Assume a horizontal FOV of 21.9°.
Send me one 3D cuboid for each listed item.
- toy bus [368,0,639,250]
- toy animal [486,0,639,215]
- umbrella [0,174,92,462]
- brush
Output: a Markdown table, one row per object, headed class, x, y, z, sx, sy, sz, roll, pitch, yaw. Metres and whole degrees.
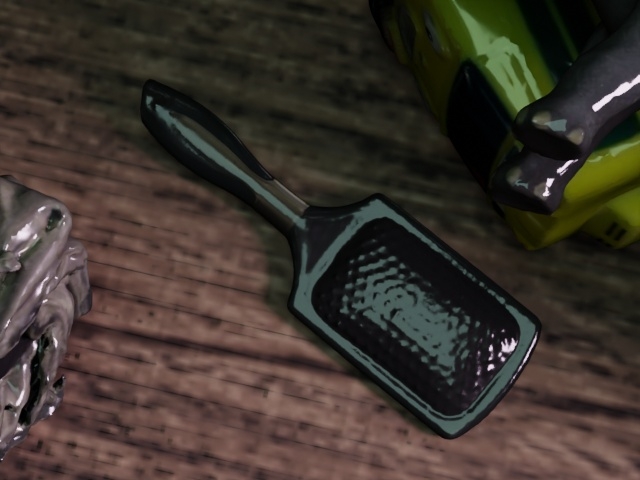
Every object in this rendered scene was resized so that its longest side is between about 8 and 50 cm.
| class | x | y | z | sx | sy | sz | roll | pitch | yaw |
| --- | --- | --- | --- | --- | --- | --- | --- | --- | --- |
| toy bus | 0.161 | -0.099 | 0.626 | 0.262 | 0.128 | 0.150 | -23 | 81 | -4 |
| toy animal | 0.098 | -0.075 | 0.518 | 0.269 | 0.082 | 0.137 | 27 | 78 | 6 |
| umbrella | -0.250 | -0.033 | 0.650 | 0.358 | 0.106 | 0.113 | 29 | 73 | 13 |
| brush | 0.000 | 0.000 | 0.667 | 0.193 | 0.016 | 0.063 | 38 | 82 | 6 |
